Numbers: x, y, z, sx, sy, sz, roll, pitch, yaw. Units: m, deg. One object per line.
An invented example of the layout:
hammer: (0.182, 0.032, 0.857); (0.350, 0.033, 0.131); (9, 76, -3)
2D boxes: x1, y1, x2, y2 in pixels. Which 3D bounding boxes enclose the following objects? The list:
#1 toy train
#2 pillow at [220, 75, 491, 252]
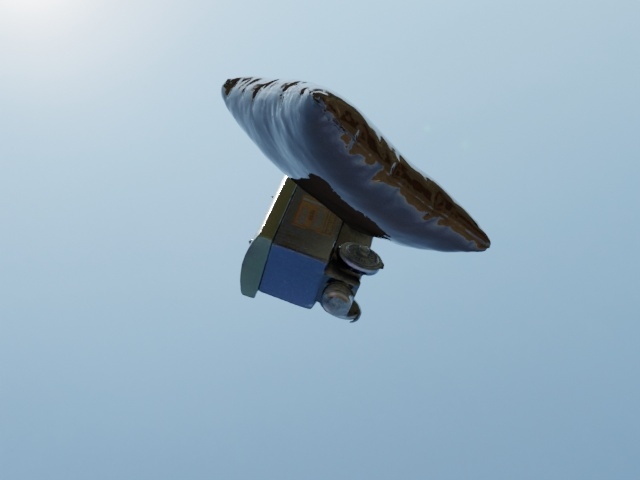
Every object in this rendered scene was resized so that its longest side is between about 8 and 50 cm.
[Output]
toy train: (0.000, 0.000, 1.450); (0.202, 0.131, 0.299); (21, -152, 0)
pillow: (0.036, -0.094, 1.180); (0.308, 0.108, 0.305); (39, 174, -27)
